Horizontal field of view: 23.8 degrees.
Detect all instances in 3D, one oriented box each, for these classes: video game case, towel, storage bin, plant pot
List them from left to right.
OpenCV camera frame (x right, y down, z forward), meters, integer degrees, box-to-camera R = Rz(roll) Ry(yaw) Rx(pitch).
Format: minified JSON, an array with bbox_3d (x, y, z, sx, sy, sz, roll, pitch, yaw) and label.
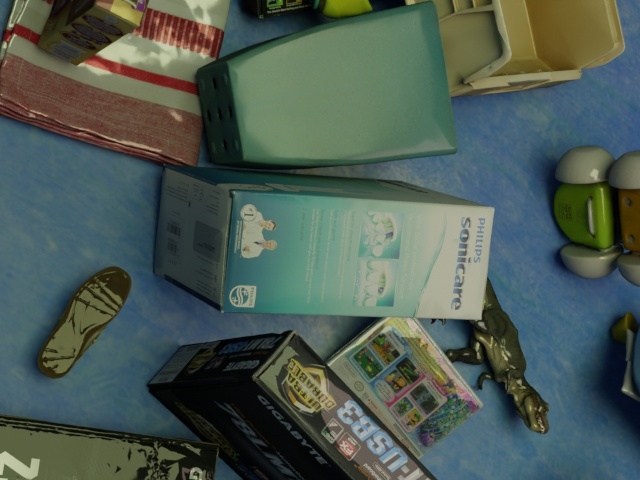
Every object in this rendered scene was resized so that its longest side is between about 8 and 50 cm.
[{"bbox_3d":[-0.209,-0.260,1.631,0.237,0.037,0.329,16,78,-24],"label":"towel"},{"bbox_3d":[-0.003,-0.155,1.640,0.234,0.165,0.166,-11,95,-24],"label":"plant pot"},{"bbox_3d":[0.083,0.171,1.710,0.143,0.019,0.157,-39,101,-5],"label":"video game case"},{"bbox_3d":[0.213,-0.306,1.731,0.262,0.123,0.260,-12,89,-51],"label":"storage bin"}]

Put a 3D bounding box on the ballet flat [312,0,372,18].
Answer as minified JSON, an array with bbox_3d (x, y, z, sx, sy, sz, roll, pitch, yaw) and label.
[{"bbox_3d":[0.041,-0.350,1.637,0.077,0.077,0.231,6,113,-2],"label":"ballet flat"}]

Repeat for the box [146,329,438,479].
[{"bbox_3d":[-0.009,0.219,1.532,0.295,0.293,0.073,46,69,-14],"label":"box"}]

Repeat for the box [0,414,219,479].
[{"bbox_3d":[-0.250,0.347,1.527,0.257,0.079,0.322,11,80,-22],"label":"box"}]

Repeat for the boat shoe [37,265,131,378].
[{"bbox_3d":[-0.248,0.084,1.572,0.050,0.045,0.135,41,73,-7],"label":"boat shoe"}]

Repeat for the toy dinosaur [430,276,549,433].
[{"bbox_3d":[0.185,0.106,1.767,0.118,0.064,0.268,-15,88,-30],"label":"toy dinosaur"}]

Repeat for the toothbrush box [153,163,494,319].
[{"bbox_3d":[0.000,0.000,1.593,0.295,0.216,0.126,2,99,-26],"label":"toothbrush box"}]

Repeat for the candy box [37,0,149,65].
[{"bbox_3d":[-0.214,-0.247,1.502,0.053,0.186,0.109,24,75,-22],"label":"candy box"}]

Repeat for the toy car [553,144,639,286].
[{"bbox_3d":[0.370,-0.038,1.810,0.136,0.182,0.159,-23,112,-41],"label":"toy car"}]

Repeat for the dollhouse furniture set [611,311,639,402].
[{"bbox_3d":[0.387,0.280,1.839,0.286,0.198,0.303,57,32,-33],"label":"dollhouse furniture set"}]

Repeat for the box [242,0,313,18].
[{"bbox_3d":[0.000,-0.353,1.690,0.190,0.045,0.184,-14,119,-29],"label":"box"}]
